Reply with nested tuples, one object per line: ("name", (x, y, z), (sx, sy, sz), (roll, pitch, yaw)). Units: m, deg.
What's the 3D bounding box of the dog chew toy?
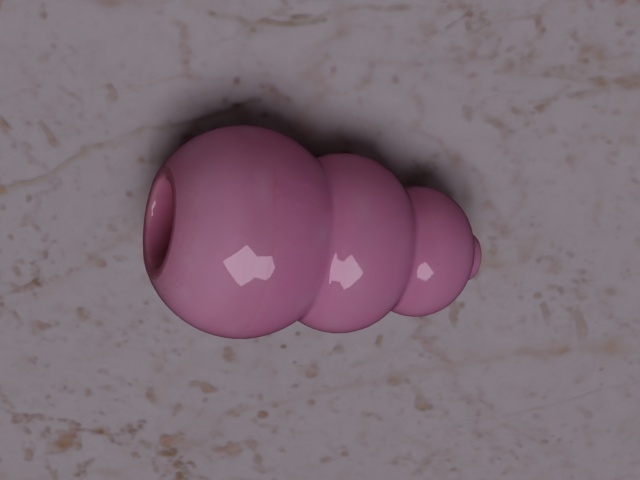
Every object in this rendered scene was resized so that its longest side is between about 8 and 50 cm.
("dog chew toy", (0.000, 0.000, 1.901), (0.331, 0.207, 0.207), (6, 128, -21))
